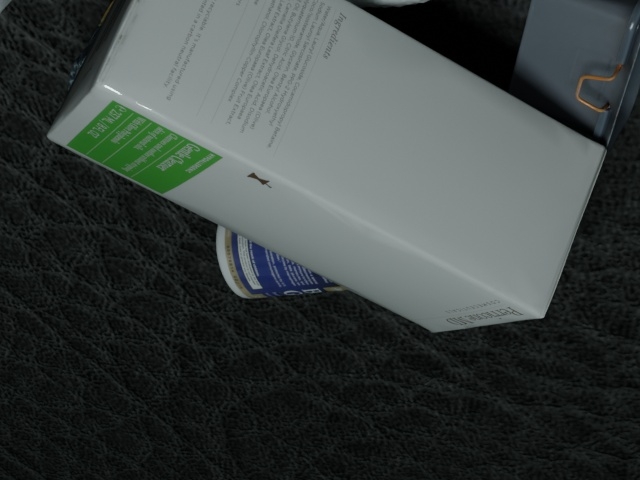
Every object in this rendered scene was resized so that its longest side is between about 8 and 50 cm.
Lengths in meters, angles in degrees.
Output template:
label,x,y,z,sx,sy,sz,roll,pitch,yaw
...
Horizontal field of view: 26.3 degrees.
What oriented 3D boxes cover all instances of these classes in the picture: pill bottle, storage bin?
label,x,y,z,sx,sy,sz,roll,pitch,yaw
pill bottle,0.000,0.000,1.231,0.169,0.094,0.094,-6,127,26
storage bin,0.198,-0.143,1.034,0.091,0.098,0.135,23,135,16

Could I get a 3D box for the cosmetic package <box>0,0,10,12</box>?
label,x,y,z,sx,sy,sz,roll,pitch,yaw
cosmetic package,-0.324,-0.321,1.044,0.224,0.138,0.225,17,132,7

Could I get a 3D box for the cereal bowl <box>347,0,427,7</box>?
label,x,y,z,sx,sy,sz,roll,pitch,yaw
cereal bowl,0.020,-0.299,0.929,0.339,0.141,0.339,11,133,12

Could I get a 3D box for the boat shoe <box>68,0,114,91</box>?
label,x,y,z,sx,sy,sz,roll,pitch,yaw
boat shoe,-0.148,-0.178,1.139,0.065,0.083,0.183,33,133,-9

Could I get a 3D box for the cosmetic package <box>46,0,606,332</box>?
label,x,y,z,sx,sy,sz,roll,pitch,yaw
cosmetic package,0.003,-0.076,1.042,0.365,0.155,0.197,28,163,-15
